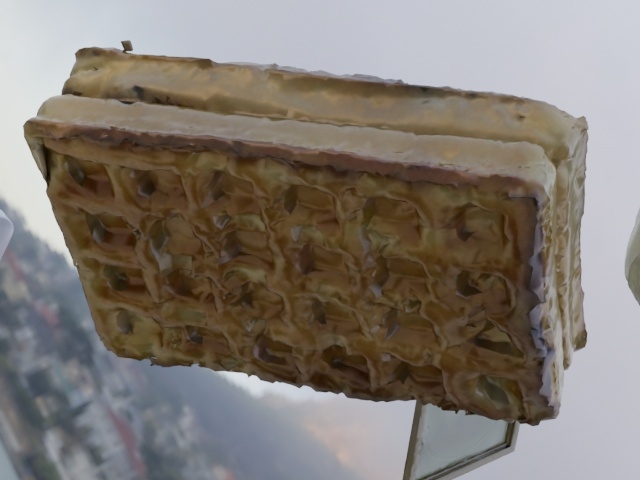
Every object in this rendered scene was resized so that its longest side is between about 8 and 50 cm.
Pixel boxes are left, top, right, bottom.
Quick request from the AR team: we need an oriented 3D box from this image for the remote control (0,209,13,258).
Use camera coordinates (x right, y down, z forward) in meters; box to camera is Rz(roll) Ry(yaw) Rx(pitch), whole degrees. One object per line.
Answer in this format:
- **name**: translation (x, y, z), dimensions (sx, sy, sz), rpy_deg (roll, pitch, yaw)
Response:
- **remote control**: translation (-0.360, 0.075, 1.361), dimensions (0.103, 0.250, 0.034), rpy_deg (18, 13, -43)

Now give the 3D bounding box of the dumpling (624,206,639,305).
- **dumpling**: translation (0.293, -0.006, 1.147), dimensions (0.132, 0.162, 0.250), rpy_deg (30, 10, 24)

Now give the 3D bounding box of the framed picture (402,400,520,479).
- **framed picture**: translation (0.130, 0.112, 1.302), dimensions (0.010, 0.136, 0.200), rpy_deg (33, -53, 40)

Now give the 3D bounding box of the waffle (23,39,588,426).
- **waffle**: translation (0.000, -0.001, 0.925), dimensions (0.308, 0.091, 0.212), rpy_deg (9, -41, 19)
